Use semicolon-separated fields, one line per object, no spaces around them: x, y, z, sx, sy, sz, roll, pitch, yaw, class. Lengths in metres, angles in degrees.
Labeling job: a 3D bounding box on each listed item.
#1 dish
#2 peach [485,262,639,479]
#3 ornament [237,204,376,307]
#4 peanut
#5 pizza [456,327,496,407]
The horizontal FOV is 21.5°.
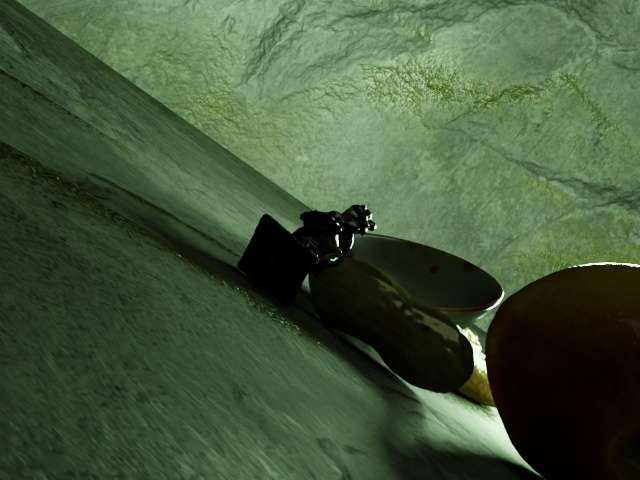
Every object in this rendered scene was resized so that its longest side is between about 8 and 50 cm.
0.101;0.074;2.188;0.260;0.085;0.260;12;18;-4;dish
0.371;0.178;2.087;0.373;0.289;0.372;6;19;-2;peach
-0.008;-0.004;1.960;0.081;0.088;0.203;36;33;13;ornament
0.083;0.098;2.005;0.229;0.103;0.098;37;48;-4;peanut
0.193;0.158;2.362;0.182;0.074;0.365;48;8;23;pizza
